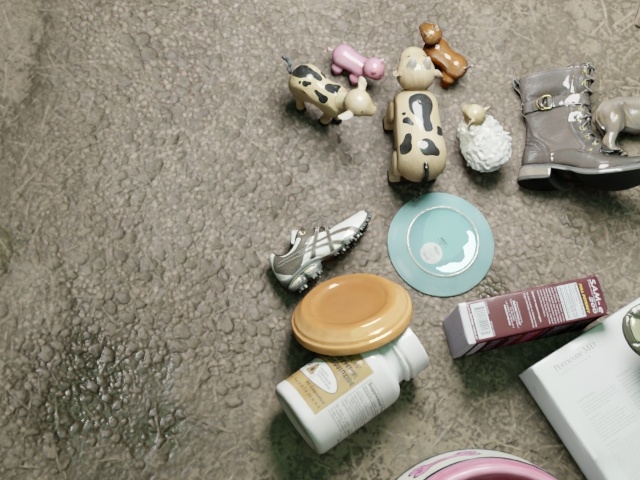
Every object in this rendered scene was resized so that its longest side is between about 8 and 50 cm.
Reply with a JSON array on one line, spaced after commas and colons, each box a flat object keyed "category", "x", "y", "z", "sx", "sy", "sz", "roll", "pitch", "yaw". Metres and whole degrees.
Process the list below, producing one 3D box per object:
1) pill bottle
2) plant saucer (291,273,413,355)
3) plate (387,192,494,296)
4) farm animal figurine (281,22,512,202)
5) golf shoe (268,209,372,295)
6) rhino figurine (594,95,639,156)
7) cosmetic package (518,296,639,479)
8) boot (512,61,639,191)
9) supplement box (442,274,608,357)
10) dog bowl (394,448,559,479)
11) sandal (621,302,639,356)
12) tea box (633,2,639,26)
[{"category": "pill bottle", "x": 0.054, "y": 0.225, "z": 1.654, "sx": 0.229, "sy": 0.131, "sz": 0.131, "roll": -34, "pitch": 79, "yaw": -13}, {"category": "plant saucer", "x": 0.049, "y": 0.111, "z": 1.668, "sx": 0.200, "sy": 0.037, "sz": 0.200, "roll": -10, "pitch": 31, "yaw": 6}, {"category": "plate", "x": 0.210, "y": 0.004, "z": 1.787, "sx": 0.188, "sy": 0.024, "sz": 0.188, "roll": 2, "pitch": 74, "yaw": -5}, {"category": "farm animal figurine", "x": 0.133, "y": -0.234, "z": 1.771, "sx": 0.330, "sy": 0.172, "sz": 0.326, "roll": -20, "pitch": 77, "yaw": -10}, {"category": "golf shoe", "x": 0.000, "y": 0.000, "z": 1.743, "sx": 0.198, "sy": 0.077, "sz": 0.094, "roll": -41, "pitch": 81, "yaw": -15}, {"category": "rhino figurine", "x": 0.605, "y": -0.223, "z": 1.860, "sx": 0.243, "sy": 0.073, "sz": 0.106, "roll": -15, "pitch": 79, "yaw": -10}, {"category": "cosmetic package", "x": 0.566, "y": 0.240, "z": 1.710, "sx": 0.377, "sy": 0.097, "sz": 0.284, "roll": -29, "pitch": 80, "yaw": -12}, {"category": "boot", "x": 0.457, "y": -0.206, "z": 1.800, "sx": 0.263, "sy": 0.091, "sz": 0.229, "roll": 1, "pitch": 73, "yaw": 24}, {"category": "supplement box", "x": 0.335, "y": 0.126, "z": 1.706, "sx": 0.239, "sy": 0.130, "sz": 0.073, "roll": -11, "pitch": 75, "yaw": -9}, {"category": "dog bowl", "x": 0.261, "y": 0.518, "z": 1.578, "sx": 0.408, "sy": 0.150, "sz": 0.408, "roll": 1, "pitch": 73, "yaw": -5}, {"category": "sandal", "x": 0.614, "y": 0.158, "z": 1.654, "sx": 0.303, "sy": 0.086, "sz": 0.120, "roll": 2, "pitch": 66, "yaw": -20}, {"category": "tea box", "x": 0.795, "y": -0.521, "z": 1.884, "sx": 0.324, "sy": 0.220, "sz": 0.329, "roll": 20, "pitch": 73, "yaw": 2}]
